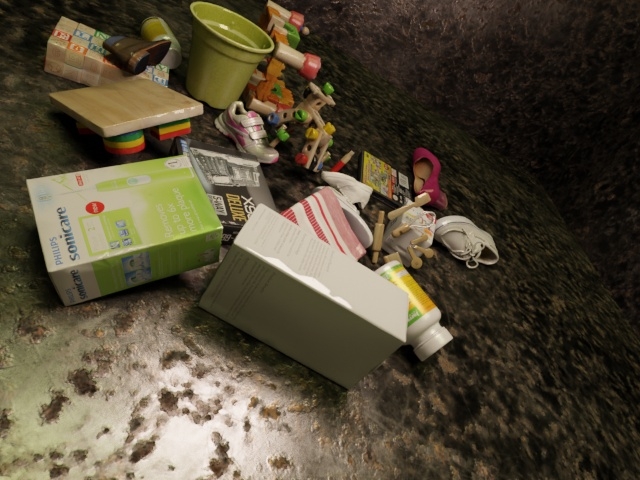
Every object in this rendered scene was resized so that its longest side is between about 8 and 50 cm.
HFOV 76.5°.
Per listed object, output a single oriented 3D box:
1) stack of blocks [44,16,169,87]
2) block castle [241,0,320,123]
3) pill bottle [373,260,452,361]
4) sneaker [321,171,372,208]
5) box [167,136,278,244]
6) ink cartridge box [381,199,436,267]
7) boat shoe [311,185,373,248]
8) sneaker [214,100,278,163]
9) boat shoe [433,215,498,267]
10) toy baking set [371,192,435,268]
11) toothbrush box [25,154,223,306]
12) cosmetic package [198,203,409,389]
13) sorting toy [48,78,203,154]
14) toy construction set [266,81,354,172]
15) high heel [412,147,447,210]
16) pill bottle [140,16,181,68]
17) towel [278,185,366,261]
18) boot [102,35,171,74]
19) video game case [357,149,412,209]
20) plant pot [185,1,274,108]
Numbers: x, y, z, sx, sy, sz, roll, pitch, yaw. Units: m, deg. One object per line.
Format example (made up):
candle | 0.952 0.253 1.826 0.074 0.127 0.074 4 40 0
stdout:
stack of blocks | -0.603 -0.507 1.177 0.297 0.087 0.171 14 42 -29
block castle | -0.151 -0.675 1.569 0.212 0.303 0.453 15 42 -31
pill bottle | 0.226 0.186 1.069 0.136 0.136 0.246 -14 59 -48
sneaker | 0.087 -0.169 1.391 0.212 0.094 0.080 19 0 -31
box | -0.251 -0.125 1.059 0.242 0.076 0.307 7 45 -36
ink cartridge box | 0.298 -0.025 1.374 0.128 0.127 0.176 36 36 -3
boat shoe | 0.084 -0.084 1.285 0.084 0.095 0.258 -23 67 -46
sneaker | -0.227 -0.348 1.299 0.252 0.111 0.103 42 36 6
boat shoe | 0.570 0.028 1.562 0.367 0.136 0.156 21 41 -37
toy baking set | 0.257 -0.022 1.257 0.196 0.256 0.030 2 8 -7
toothbrush box | -0.357 -0.031 0.765 0.283 0.122 0.206 -17 60 -27
cosmetic package | -0.029 0.125 0.856 0.385 0.217 0.156 32 36 -10
sorting toy | -0.471 -0.306 1.006 0.257 0.089 0.255 31 43 28
toy construction set | 0.001 -0.367 1.346 0.309 0.237 0.257 34 23 -37
high heel | 0.456 -0.311 1.820 0.181 0.127 0.377 23 40 -37
pill bottle | -0.547 -0.678 1.403 0.103 0.103 0.184 -5 53 -43
towel | 0.000 0.000 1.096 0.237 0.037 0.329 60 36 -7
boot | -0.516 -0.556 1.160 0.106 0.082 0.219 32 37 -12
video game case | 0.263 -0.238 1.664 0.248 0.035 0.275 28 37 -14
plant pot | -0.332 -0.598 1.362 0.276 0.254 0.276 22 38 -18
